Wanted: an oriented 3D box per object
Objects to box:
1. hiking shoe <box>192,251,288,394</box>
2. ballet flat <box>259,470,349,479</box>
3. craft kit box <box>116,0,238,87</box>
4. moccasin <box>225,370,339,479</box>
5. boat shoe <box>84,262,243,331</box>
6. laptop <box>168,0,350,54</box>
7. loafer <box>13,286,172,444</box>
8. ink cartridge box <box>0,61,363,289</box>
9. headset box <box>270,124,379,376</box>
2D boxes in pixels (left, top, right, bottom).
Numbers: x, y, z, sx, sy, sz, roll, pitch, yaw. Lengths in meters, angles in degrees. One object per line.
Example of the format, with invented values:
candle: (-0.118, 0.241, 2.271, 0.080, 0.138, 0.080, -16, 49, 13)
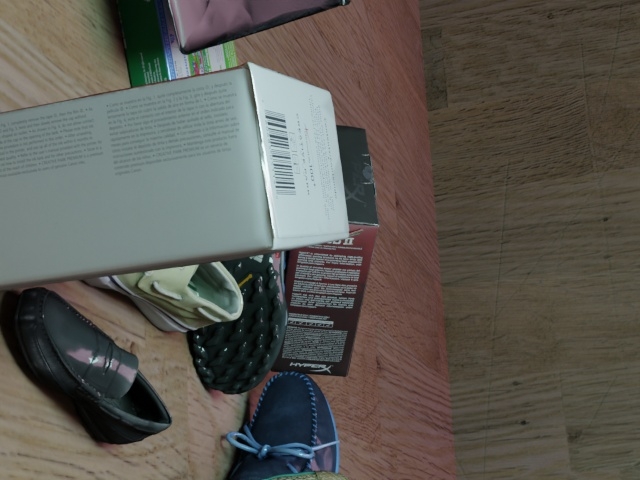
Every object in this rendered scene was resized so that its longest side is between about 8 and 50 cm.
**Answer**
hiking shoe: (-0.080, 0.036, 1.361, 0.132, 0.113, 0.304, -56, 156, -73)
ballet flat: (-0.046, 0.494, 1.222, 0.164, 0.182, 0.483, 133, -41, -77)
craft kit box: (-0.175, -0.286, 1.384, 0.246, 0.061, 0.250, -22, 103, -71)
moccasin: (-0.050, 0.308, 1.378, 0.117, 0.138, 0.342, 50, 34, -49)
boat shoe: (-0.171, 0.012, 1.177, 0.302, 0.094, 0.109, 51, 35, -61)
laptop: (-0.121, -0.449, 1.342, 0.408, 0.236, 0.382, -134, -148, -70)
loafer: (-0.206, 0.115, 1.039, 0.223, 0.078, 0.076, 64, 24, -47)
ink cartridge box: (-0.147, -0.039, 0.906, 0.272, 0.309, 0.130, -6, 88, -75)
headset box: (0.000, 0.000, 1.494, 0.218, 0.110, 0.293, -94, -169, -50)
